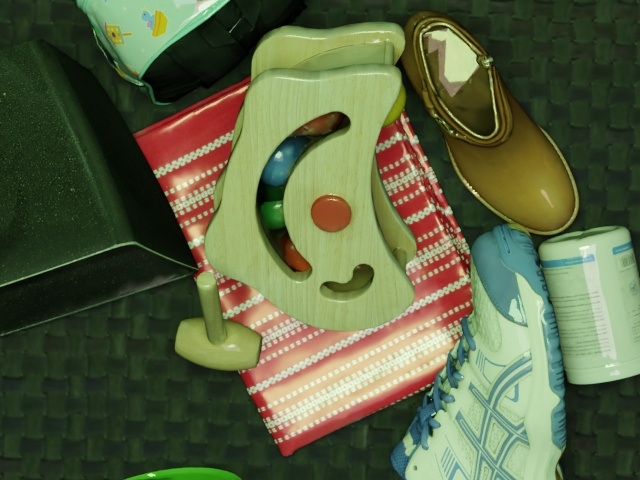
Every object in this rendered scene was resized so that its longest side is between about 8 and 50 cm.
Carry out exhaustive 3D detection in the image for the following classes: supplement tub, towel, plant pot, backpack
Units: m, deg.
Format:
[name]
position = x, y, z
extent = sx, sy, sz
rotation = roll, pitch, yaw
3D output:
[supplement tub]
position = 0.205, 0.047, 1.474
extent = 0.071, 0.071, 0.107
rotation = -12, 95, 0
[towel]
position = 0.000, 0.000, 1.488
extent = 0.199, 0.031, 0.275
rotation = -25, 95, 2
[plant pot]
position = -0.216, -0.036, 1.406
extent = 0.188, 0.187, 0.167
rotation = -19, 80, 8
[backpack]
position = -0.091, -0.186, 1.392
extent = 0.166, 0.188, 0.144
rotation = -35, 94, 3

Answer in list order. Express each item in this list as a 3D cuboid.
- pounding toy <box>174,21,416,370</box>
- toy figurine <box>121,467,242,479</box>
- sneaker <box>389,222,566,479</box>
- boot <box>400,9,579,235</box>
[pounding toy]
position = 0.000, -0.005, 1.372
extent = 0.154, 0.155, 0.269
rotation = 14, 122, -5
[toy figurine]
position = -0.127, 0.266, 1.476
extent = 0.173, 0.130, 0.159
rotation = -3, 105, 21
[sneaker]
position = 0.113, 0.135, 1.443
extent = 0.131, 0.112, 0.296
rotation = -3, 106, 5
[boot]
position = 0.121, -0.078, 1.421
extent = 0.073, 0.152, 0.197
rotation = -40, 94, 2
